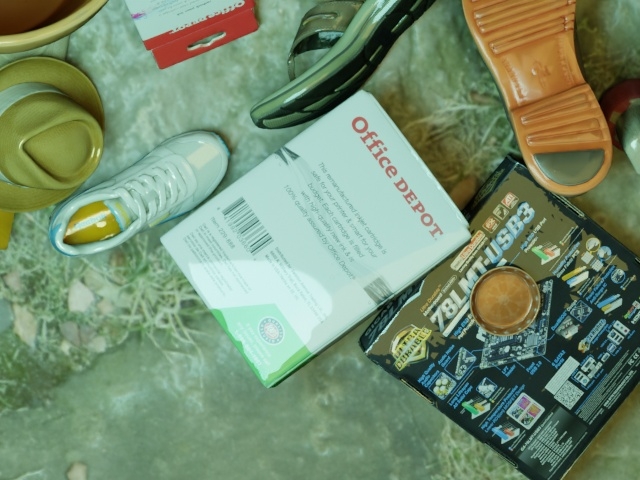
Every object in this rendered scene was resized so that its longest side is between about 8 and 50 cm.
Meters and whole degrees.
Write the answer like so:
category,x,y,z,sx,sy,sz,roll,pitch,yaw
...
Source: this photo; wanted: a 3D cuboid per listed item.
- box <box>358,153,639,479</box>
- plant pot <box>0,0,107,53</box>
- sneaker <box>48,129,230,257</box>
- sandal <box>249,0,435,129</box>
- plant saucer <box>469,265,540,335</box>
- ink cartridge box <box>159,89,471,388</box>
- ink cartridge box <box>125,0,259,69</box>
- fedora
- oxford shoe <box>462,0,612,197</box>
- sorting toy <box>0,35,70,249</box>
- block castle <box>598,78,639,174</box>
category,x,y,z,sx,sy,sz,roll,pitch,yaw
box,0.248,0.101,2.051,0.293,0.073,0.295,37,95,-10
plant pot,-0.326,-0.310,1.684,0.291,0.203,0.291,2,83,-12
sneaker,-0.202,-0.046,1.953,0.228,0.092,0.087,-31,102,-1
sandal,0.031,-0.240,1.944,0.086,0.120,0.303,44,92,14
plant saucer,0.214,0.070,1.999,0.083,0.013,0.083,-1,101,-6
ink cartridge box,0.000,0.000,1.944,0.289,0.121,0.211,-36,83,2
ink cartridge box,-0.155,-0.294,1.875,0.134,0.231,0.078,-22,63,-2
fedora,-0.302,-0.109,1.892,0.194,0.079,0.194,-19,119,-39
oxford shoe,0.236,-0.221,1.964,0.130,0.133,0.364,-12,85,3
sorting toy,-0.388,-0.144,1.882,0.229,0.041,0.307,3,105,-45
block castle,0.575,-0.181,1.967,0.453,0.213,0.303,16,112,-4
